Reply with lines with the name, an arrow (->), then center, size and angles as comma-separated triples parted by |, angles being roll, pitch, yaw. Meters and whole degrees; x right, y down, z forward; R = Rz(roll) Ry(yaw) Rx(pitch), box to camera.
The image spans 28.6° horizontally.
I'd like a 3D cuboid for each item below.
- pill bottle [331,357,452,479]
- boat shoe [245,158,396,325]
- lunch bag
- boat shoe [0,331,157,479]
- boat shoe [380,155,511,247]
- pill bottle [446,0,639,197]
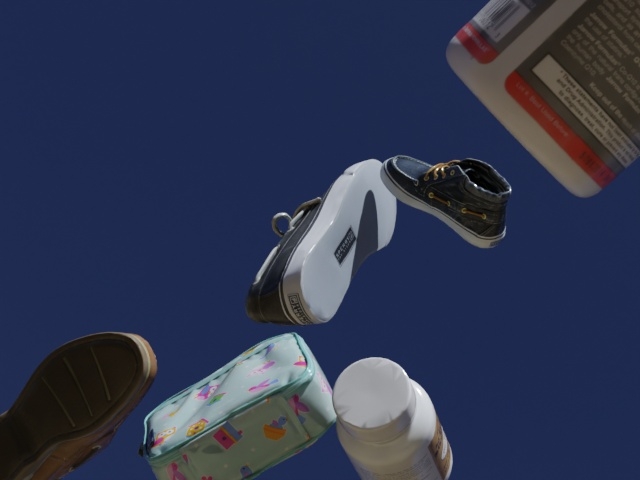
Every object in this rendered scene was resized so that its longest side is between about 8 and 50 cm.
pill bottle -> 0.092, 0.250, 1.649 | 0.131, 0.131, 0.229 | 3, -32, 19
boat shoe -> 0.002, 0.004, 1.530 | 0.105, 0.306, 0.113 | -9, -57, 31
lunch bag -> -0.122, 0.245, 1.759 | 0.279, 0.224, 0.108 | -29, -72, 0
boat shoe -> -0.292, 0.203, 1.484 | 0.307, 0.104, 0.110 | -36, -113, 25
boat shoe -> 0.151, -0.072, 1.496 | 0.183, 0.065, 0.083 | 34, -43, 28
pill bottle -> 0.315, -0.231, 1.194 | 0.363, 0.210, 0.210 | -43, -78, 12
